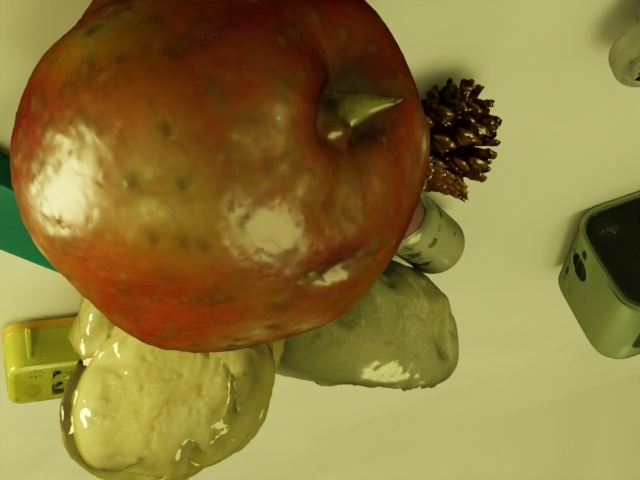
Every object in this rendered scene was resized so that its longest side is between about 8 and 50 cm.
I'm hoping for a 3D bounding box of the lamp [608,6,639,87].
[{"bbox_3d":[0.491,-0.306,1.056,0.179,0.108,0.246,13,138,-38],"label":"lamp"}]

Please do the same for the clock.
[{"bbox_3d":[-0.412,0.191,1.306,0.202,0.096,0.143,-5,149,-24],"label":"clock"}]

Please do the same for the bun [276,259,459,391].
[{"bbox_3d":[0.063,0.138,1.365,0.359,0.211,0.360,2,176,0],"label":"bun"}]

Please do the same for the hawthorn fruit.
[{"bbox_3d":[-0.066,-0.087,0.757,0.402,0.403,0.403,-16,150,-9],"label":"hawthorn fruit"}]

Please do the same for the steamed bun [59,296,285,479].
[{"bbox_3d":[-0.214,0.174,1.191,0.324,0.372,0.230,-3,165,2],"label":"steamed bun"}]

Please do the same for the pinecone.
[{"bbox_3d":[0.173,-0.143,1.087,0.173,0.174,0.173,-16,150,-9],"label":"pinecone"}]

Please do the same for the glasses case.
[{"bbox_3d":[-0.377,-0.043,0.981,0.117,0.070,0.301,-25,152,18],"label":"glasses case"}]

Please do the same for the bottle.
[{"bbox_3d":[0.146,-0.025,1.295,0.110,0.110,0.233,-32,148,18],"label":"bottle"}]

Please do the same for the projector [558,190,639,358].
[{"bbox_3d":[0.658,0.069,1.629,0.248,0.249,0.249,-18,150,-5],"label":"projector"}]
